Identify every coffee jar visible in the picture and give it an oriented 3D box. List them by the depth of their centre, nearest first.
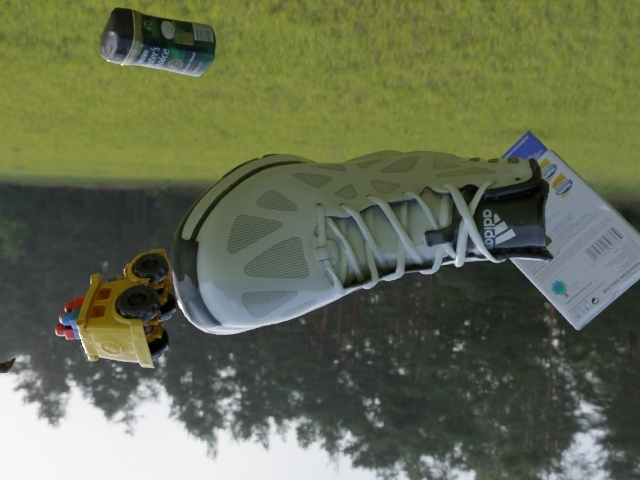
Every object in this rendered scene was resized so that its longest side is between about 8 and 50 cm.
[{"bbox_3d":[-0.281,-0.340,1.185,0.185,0.079,0.096,2,161,-32],"label":"coffee jar"}]

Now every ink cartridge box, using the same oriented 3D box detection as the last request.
[{"bbox_3d":[0.412,-0.022,1.207,0.311,0.186,0.065,49,-159,15],"label":"ink cartridge box"}]

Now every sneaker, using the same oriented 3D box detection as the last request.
[{"bbox_3d":[0.080,-0.026,0.704,0.258,0.169,0.448,-2,-166,41],"label":"sneaker"}]

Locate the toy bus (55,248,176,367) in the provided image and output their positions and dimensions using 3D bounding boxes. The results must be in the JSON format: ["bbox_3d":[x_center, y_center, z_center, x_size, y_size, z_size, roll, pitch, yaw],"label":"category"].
[{"bbox_3d":[-0.400,0.128,1.343,0.212,0.149,0.220,0,-136,2],"label":"toy bus"}]

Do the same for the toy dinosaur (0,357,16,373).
[{"bbox_3d":[-0.616,0.213,1.059,0.200,0.127,0.296,34,139,-22],"label":"toy dinosaur"}]
